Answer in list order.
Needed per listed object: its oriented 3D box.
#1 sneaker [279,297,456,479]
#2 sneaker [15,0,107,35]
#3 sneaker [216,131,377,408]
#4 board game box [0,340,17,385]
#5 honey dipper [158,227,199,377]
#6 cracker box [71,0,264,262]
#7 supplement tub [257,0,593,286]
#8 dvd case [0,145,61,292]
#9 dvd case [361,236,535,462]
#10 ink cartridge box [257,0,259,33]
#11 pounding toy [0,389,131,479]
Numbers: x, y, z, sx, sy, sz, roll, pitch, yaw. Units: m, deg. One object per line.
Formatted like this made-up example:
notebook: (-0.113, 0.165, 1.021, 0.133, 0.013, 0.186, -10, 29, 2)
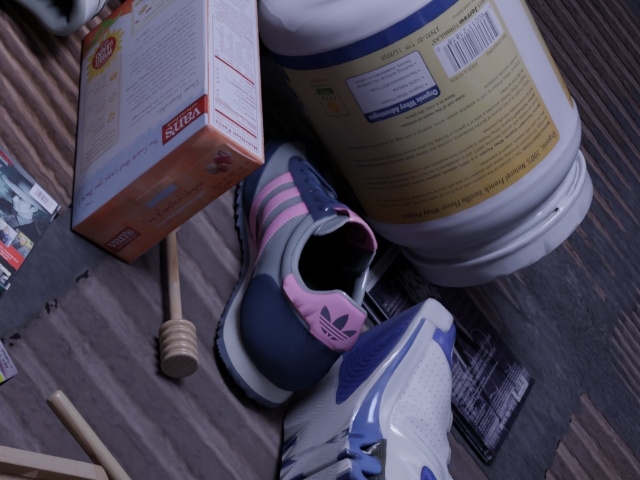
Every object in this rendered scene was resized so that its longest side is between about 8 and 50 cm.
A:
sneaker: (0.059, 0.210, 1.327, 0.182, 0.127, 0.315, 48, 36, -19)
sneaker: (-0.288, -0.293, 1.320, 0.330, 0.122, 0.146, 39, 31, -25)
sneaker: (0.000, 0.000, 1.430, 0.112, 0.131, 0.319, 38, 33, -28)
board game box: (-0.341, -0.031, 1.017, 0.208, 0.056, 0.347, -28, 88, -55)
honey dipper: (-0.116, 0.040, 1.328, 0.030, 0.030, 0.161, 33, 32, -34)
cracker box: (-0.123, -0.116, 1.345, 0.067, 0.155, 0.232, 34, 35, -33)
supplement tub: (0.104, -0.136, 1.543, 0.316, 0.228, 0.228, 59, 24, -27)
dvd case: (-0.242, -0.023, 1.219, 0.087, 0.013, 0.119, 46, 31, -16)
dvd case: (0.120, 0.091, 1.629, 0.221, 0.018, 0.164, 52, 30, -5)
ink cartridge box: (-0.112, -0.357, 1.591, 0.307, 0.072, 0.304, 83, -8, -74)
pounding toy: (-0.170, 0.190, 1.032, 0.206, 0.094, 0.181, 25, 35, -56)
